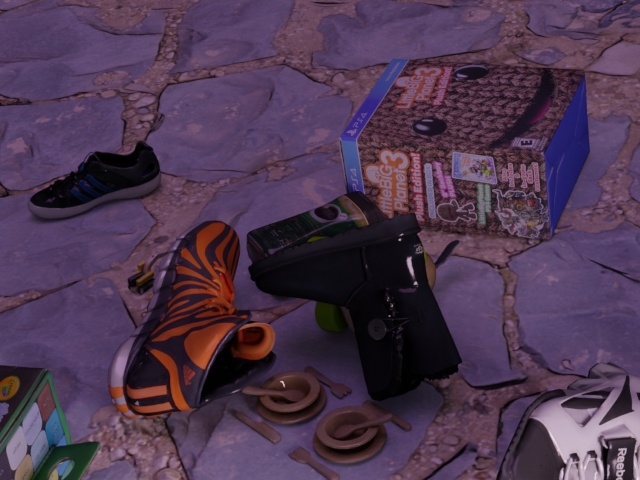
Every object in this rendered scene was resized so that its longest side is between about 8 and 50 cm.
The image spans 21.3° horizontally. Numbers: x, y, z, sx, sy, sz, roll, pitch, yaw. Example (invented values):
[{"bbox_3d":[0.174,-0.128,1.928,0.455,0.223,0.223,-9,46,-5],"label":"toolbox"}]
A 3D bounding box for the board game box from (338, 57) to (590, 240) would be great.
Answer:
[{"bbox_3d":[0.206,-0.132,2.375,0.291,0.141,0.232,5,36,21],"label":"board game box"}]

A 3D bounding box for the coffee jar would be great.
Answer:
[{"bbox_3d":[0.000,0.000,2.288,0.184,0.079,0.096,-22,32,-16],"label":"coffee jar"}]

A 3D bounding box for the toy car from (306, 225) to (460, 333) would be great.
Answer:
[{"bbox_3d":[0.097,0.032,2.176,0.155,0.149,0.188,1,22,34],"label":"toy car"}]

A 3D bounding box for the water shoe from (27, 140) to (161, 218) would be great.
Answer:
[{"bbox_3d":[-0.339,-0.095,2.517,0.203,0.080,0.073,-16,33,-9],"label":"water shoe"}]

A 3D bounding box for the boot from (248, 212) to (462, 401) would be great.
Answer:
[{"bbox_3d":[0.038,0.094,2.044,0.246,0.207,0.094,-16,-4,30],"label":"boot"}]

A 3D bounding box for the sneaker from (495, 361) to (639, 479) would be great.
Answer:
[{"bbox_3d":[0.299,0.225,1.800,0.146,0.122,0.330,23,30,28],"label":"sneaker"}]

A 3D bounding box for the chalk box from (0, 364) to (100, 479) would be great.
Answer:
[{"bbox_3d":[-0.389,0.259,1.918,0.288,0.179,0.180,4,35,18],"label":"chalk box"}]

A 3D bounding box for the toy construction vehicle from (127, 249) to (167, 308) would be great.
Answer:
[{"bbox_3d":[-0.215,0.052,2.306,0.086,0.035,0.098,21,44,38],"label":"toy construction vehicle"}]

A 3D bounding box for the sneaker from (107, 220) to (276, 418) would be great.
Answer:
[{"bbox_3d":[-0.123,0.097,2.119,0.180,0.125,0.321,-6,43,29],"label":"sneaker"}]

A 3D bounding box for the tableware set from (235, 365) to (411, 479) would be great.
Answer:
[{"bbox_3d":[-0.003,0.202,2.023,0.128,0.039,0.194,-32,39,-29],"label":"tableware set"}]
